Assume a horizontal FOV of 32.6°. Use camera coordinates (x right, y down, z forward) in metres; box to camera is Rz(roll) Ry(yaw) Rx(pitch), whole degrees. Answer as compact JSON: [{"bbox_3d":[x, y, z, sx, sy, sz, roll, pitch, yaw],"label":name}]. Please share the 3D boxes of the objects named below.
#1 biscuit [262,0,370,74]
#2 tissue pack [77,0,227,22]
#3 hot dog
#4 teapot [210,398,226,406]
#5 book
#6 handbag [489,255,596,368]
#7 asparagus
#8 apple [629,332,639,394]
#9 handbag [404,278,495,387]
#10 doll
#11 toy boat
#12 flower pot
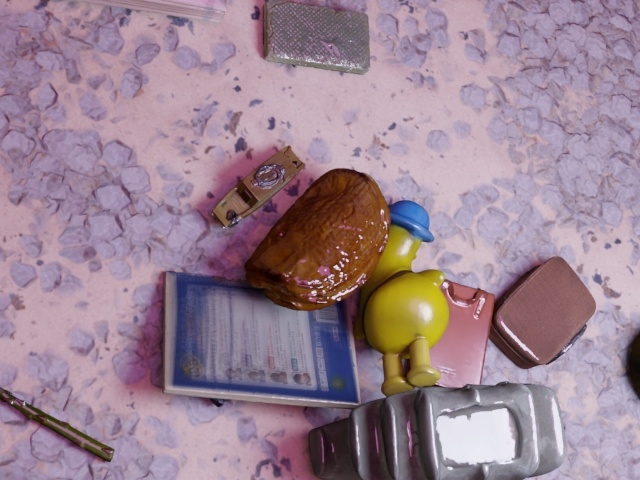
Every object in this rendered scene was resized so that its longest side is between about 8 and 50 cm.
[{"bbox_3d":[-0.006,-0.372,2.000,0.199,0.040,0.121,5,74,-19],"label":"biscuit"},{"bbox_3d":[-0.324,-0.486,1.906,0.325,0.071,0.170,5,71,-19],"label":"tissue pack"},{"bbox_3d":[0.000,0.000,1.809,0.196,0.122,0.272,14,51,32],"label":"hot dog"},{"bbox_3d":[-0.147,0.223,1.764,0.083,0.049,0.063,-31,86,-25],"label":"teapot"},{"bbox_3d":[-0.097,0.161,1.782,0.322,0.018,0.228,8,51,-16],"label":"book"},{"bbox_3d":[0.397,0.136,1.970,0.193,0.072,0.151,-38,89,-26],"label":"handbag"},{"bbox_3d":[-0.423,0.268,1.670,0.248,0.024,0.025,33,24,-7],"label":"asparagus"},{"bbox_3d":[0.666,0.223,1.991,0.196,0.157,0.196,3,81,-22],"label":"apple"},{"bbox_3d":[0.226,0.167,1.907,0.127,0.063,0.190,17,72,-13],"label":"handbag"},{"bbox_3d":[0.126,0.086,1.846,0.145,0.199,0.363,34,40,-40],"label":"doll"},{"bbox_3d":[-0.105,-0.091,1.859,0.200,0.077,0.057,-41,91,-25],"label":"toy boat"},{"bbox_3d":[0.184,0.318,1.738,0.368,0.254,0.164,-1,77,-20],"label":"flower pot"}]
